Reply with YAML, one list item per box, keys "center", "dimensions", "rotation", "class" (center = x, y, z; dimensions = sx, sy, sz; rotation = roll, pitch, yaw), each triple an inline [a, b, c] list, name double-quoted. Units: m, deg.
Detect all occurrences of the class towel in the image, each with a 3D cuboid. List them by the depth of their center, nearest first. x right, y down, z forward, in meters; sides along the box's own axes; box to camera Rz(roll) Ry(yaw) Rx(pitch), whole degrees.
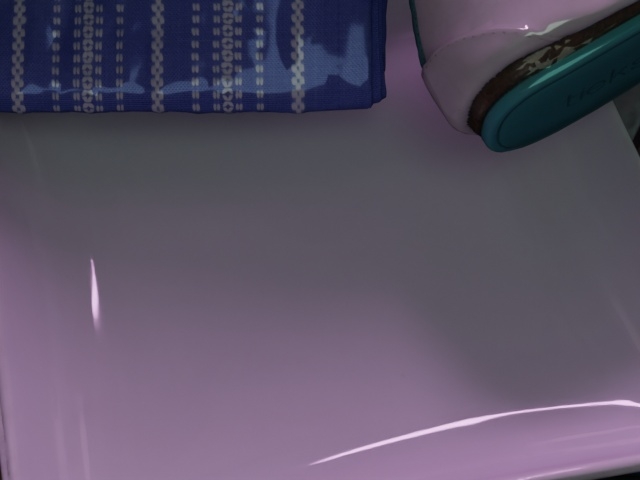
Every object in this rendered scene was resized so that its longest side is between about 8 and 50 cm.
- center: [-0.129, -0.185, 0.799]
  dimensions: [0.336, 0.040, 0.243]
  rotation: [0, 83, 1]
  class: "towel"

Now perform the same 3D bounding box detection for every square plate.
- center: [0.000, 0.000, 0.768]
  dimensions: [0.347, 0.049, 0.344]
  rotation: [-11, 54, -8]
  class: "square plate"

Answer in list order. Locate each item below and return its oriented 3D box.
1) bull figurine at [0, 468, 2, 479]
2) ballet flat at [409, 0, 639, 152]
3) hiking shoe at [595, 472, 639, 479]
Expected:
- center: [-0.192, 0.123, 0.792]
  dimensions: [0.310, 0.101, 0.188]
  rotation: [16, 81, -13]
  class: "bull figurine"
- center: [0.223, -0.178, 0.772]
  dimensions: [0.400, 0.139, 0.139]
  rotation: [-23, 93, -10]
  class: "ballet flat"
- center: [0.148, 0.116, 0.835]
  dimensions: [0.304, 0.113, 0.132]
  rotation: [37, 97, 0]
  class: "hiking shoe"
